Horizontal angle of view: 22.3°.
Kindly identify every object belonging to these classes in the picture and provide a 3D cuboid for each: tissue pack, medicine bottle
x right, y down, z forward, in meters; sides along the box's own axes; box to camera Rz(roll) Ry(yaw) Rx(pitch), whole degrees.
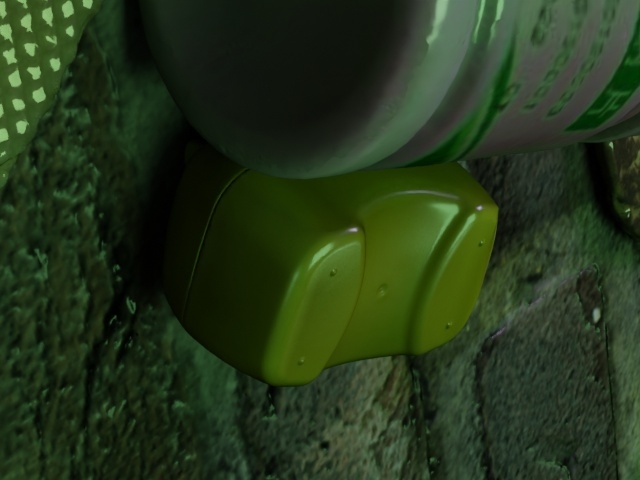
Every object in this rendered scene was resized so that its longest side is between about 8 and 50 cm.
[{"bbox_3d":[0.000,0.000,0.888,0.178,0.127,0.123,-9,126,-44],"label":"tissue pack"},{"bbox_3d":[0.087,-0.147,0.853,0.325,0.212,0.212,-8,112,-45],"label":"medicine bottle"}]

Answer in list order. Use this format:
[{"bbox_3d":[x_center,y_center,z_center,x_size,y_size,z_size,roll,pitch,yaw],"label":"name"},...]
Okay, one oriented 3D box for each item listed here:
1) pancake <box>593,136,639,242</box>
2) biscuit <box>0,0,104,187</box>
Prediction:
[{"bbox_3d":[0.292,-0.135,1.221,0.286,0.033,0.288,-28,124,-36],"label":"pancake"},{"bbox_3d":[-0.110,-0.233,0.703,0.144,0.078,0.426,34,79,-48],"label":"biscuit"}]
